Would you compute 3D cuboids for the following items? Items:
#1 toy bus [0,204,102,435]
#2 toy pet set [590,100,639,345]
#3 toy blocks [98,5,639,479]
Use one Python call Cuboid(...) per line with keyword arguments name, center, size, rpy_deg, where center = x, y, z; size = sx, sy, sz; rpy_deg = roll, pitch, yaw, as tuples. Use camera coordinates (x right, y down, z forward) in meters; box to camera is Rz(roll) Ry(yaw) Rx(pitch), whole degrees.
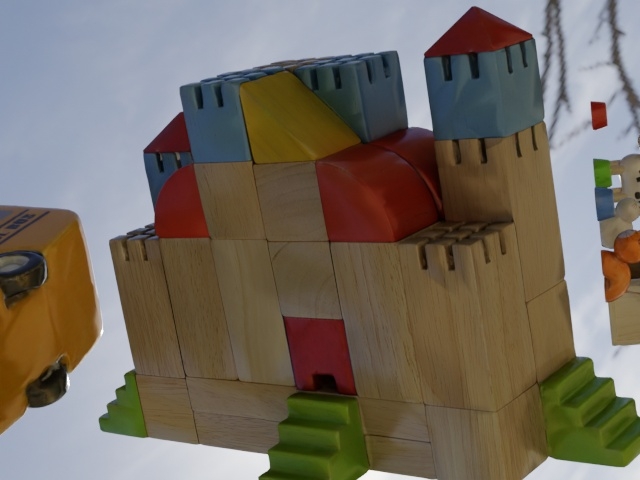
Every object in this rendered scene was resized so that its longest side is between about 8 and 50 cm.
Cuboid(name="toy bus", center=(-0.273, 0.085, 0.903), size=(0.333, 0.130, 0.108), rpy_deg=(-45, -46, -55))
Cuboid(name="toy pet set", center=(0.168, 0.000, 0.636), size=(0.122, 0.065, 0.114), rpy_deg=(-71, -28, -60))
Cuboid(name="toy blocks", center=(0.000, 0.000, 0.829), size=(0.191, 0.381, 0.260), rpy_deg=(-24, -71, -48))
